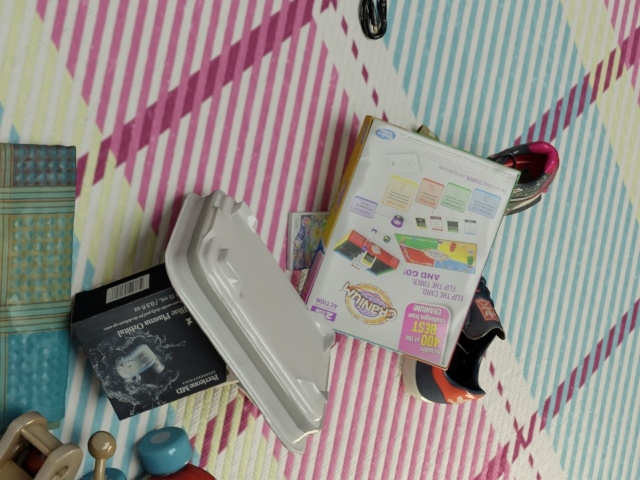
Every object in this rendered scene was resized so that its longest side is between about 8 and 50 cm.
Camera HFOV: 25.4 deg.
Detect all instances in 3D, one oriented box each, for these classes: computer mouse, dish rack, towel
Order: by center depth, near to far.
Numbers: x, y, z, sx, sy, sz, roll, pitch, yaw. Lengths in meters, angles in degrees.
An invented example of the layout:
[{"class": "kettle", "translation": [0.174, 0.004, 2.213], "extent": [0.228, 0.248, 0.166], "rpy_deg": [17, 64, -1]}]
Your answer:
[{"class": "towel", "translation": [-0.428, 0.062, 1.757], "extent": [0.271, 0.040, 0.370], "rpy_deg": [0, 94, -41]}, {"class": "dish rack", "translation": [-0.077, 0.094, 1.903], "extent": [0.333, 0.072, 0.285], "rpy_deg": [56, 17, -19]}, {"class": "computer mouse", "translation": [0.066, -0.417, 2.119], "extent": [0.071, 0.041, 0.242], "rpy_deg": [-31, 116, -35]}]

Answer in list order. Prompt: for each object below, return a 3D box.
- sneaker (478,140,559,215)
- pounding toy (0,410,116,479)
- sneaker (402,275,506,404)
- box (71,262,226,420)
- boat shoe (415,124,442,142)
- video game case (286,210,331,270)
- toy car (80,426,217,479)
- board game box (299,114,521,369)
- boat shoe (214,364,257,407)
[{"class": "sneaker", "translation": [0.232, -0.074, 2.193], "extent": [0.299, 0.112, 0.121], "rpy_deg": [-29, 78, -17]}, {"class": "pounding toy", "translation": [-0.345, 0.320, 1.746], "extent": [0.269, 0.155, 0.154], "rpy_deg": [-46, 165, -27]}, {"class": "sneaker", "translation": [0.229, 0.089, 2.251], "extent": [0.131, 0.148, 0.350], "rpy_deg": [3, 91, -40]}, {"class": "box", "translation": [-0.221, 0.127, 1.858], "extent": [0.156, 0.093, 0.158], "rpy_deg": [-21, 114, 4]}, {"class": "boat shoe", "translation": [0.118, -0.108, 2.197], "extent": [0.072, 0.068, 0.190], "rpy_deg": [52, 55, -15]}, {"class": "video game case", "translation": [0.000, 0.000, 2.135], "extent": [0.122, 0.011, 0.087], "rpy_deg": [-2, 97, -40]}, {"class": "toy car", "translation": [-0.172, 0.399, 1.887], "extent": [0.210, 0.238, 0.219], "rpy_deg": [-32, 116, -34]}, {"class": "board game box", "translation": [0.126, 0.003, 2.102], "extent": [0.242, 0.064, 0.316], "rpy_deg": [20, 93, -10]}, {"class": "boat shoe", "translation": [-0.129, 0.162, 1.987], "extent": [0.277, 0.098, 0.096], "rpy_deg": [42, 68, -37]}]
